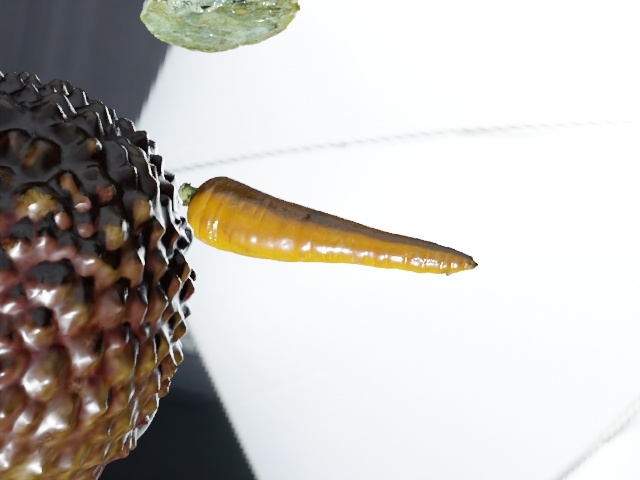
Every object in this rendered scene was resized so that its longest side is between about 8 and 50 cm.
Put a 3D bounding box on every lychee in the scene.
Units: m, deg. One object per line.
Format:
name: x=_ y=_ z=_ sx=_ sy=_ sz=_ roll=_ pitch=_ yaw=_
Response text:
lychee: x=-0.132 y=0.018 z=0.578 sx=0.188 sy=0.188 sz=0.188 roll=12 pitch=-167 yaw=-3

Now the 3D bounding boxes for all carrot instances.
carrot: x=0.000 y=0.000 z=1.166 sx=0.256 sy=0.061 sz=0.061 roll=16 pitch=-166 yaw=13

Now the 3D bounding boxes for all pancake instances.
pancake: x=-0.081 y=-0.182 z=1.174 sx=0.129 sy=0.023 sz=0.116 roll=-1 pitch=164 yaw=-11

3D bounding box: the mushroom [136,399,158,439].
mushroom: x=-0.123 y=0.154 z=0.726 sx=0.068 sy=0.043 sz=0.306 roll=52 pitch=-160 yaw=-29
